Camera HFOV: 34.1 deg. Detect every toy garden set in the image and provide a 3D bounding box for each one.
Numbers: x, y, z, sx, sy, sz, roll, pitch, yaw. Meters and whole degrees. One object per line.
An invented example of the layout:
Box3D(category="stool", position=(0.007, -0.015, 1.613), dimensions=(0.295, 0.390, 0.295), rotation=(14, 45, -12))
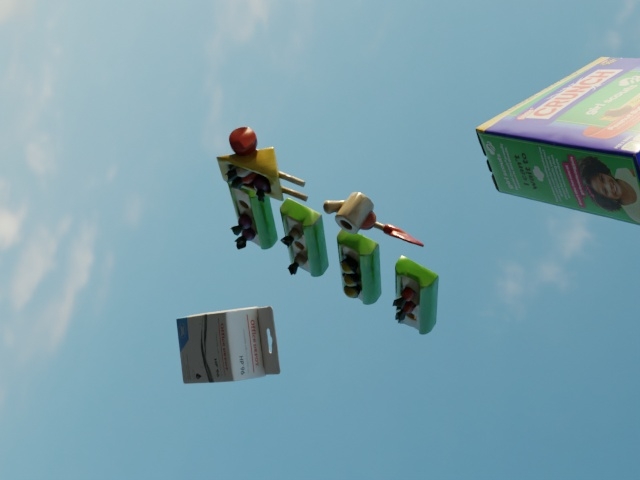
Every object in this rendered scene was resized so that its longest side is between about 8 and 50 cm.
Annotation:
Box3D(category="toy garden set", position=(0.000, 0.000, 1.042), dimensions=(0.244, 0.204, 0.049), rotation=(27, -115, 19))

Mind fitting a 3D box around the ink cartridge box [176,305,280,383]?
Box3D(category="ink cartridge box", position=(-0.064, 0.072, 0.713), dimensions=(0.083, 0.028, 0.048), rotation=(-13, -96, 51))

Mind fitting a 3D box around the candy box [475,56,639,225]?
Box3D(category="candy box", position=(0.425, -0.150, 1.454), dimensions=(0.317, 0.268, 0.122), rotation=(18, -45, 59))
